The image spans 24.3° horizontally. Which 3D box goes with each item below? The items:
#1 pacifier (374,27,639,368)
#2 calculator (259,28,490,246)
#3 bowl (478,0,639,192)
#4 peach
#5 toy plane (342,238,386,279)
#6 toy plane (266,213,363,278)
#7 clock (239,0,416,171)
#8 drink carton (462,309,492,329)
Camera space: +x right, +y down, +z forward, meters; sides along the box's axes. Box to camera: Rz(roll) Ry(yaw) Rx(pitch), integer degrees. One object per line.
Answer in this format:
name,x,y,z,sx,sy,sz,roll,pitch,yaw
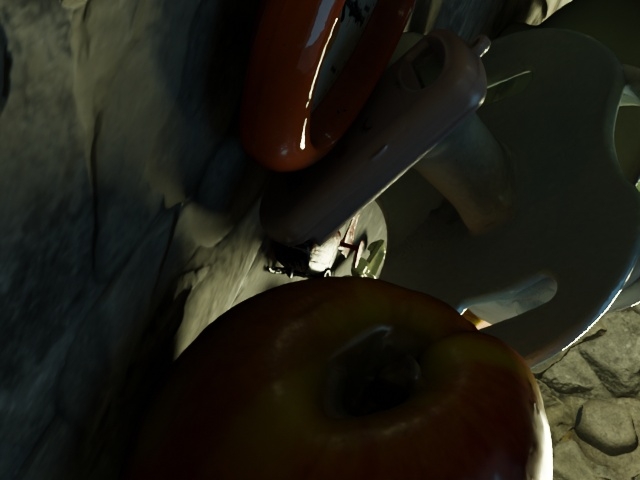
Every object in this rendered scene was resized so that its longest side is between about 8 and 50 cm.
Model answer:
pacifier,0.108,-0.060,1.006,0.233,0.244,0.299,37,38,-38
calculator,0.033,-0.062,0.879,0.175,0.032,0.100,-41,-160,13
bowl,0.236,-0.096,1.430,0.354,0.185,0.354,-58,165,-25
peach,0.007,0.155,0.888,0.281,0.238,0.281,-31,149,-21
toy plane,0.022,0.096,1.181,0.256,0.104,0.242,98,7,-69
toy plane,0.000,0.000,1.037,0.145,0.037,0.060,6,99,-71
clock,0.011,-0.133,0.800,0.205,0.051,0.205,-59,169,-20
drink carton,0.137,0.076,1.558,0.071,0.096,0.223,-69,166,17
